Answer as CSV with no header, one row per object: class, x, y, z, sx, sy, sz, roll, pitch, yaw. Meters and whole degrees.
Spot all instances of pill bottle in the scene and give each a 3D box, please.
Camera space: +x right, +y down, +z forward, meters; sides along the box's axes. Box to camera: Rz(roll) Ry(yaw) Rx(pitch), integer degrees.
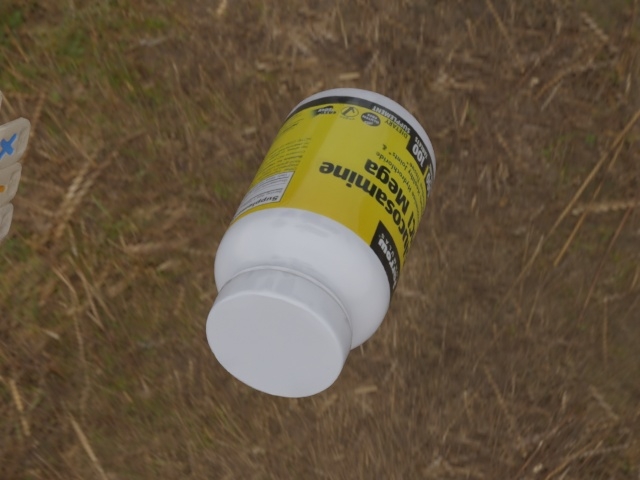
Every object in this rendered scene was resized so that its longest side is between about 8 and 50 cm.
pill bottle,0.000,0.000,1.436,0.187,0.188,0.334,14,43,9

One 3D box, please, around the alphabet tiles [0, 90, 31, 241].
alphabet tiles,-0.419,-0.031,1.482,0.021,0.278,0.284,27,119,14
